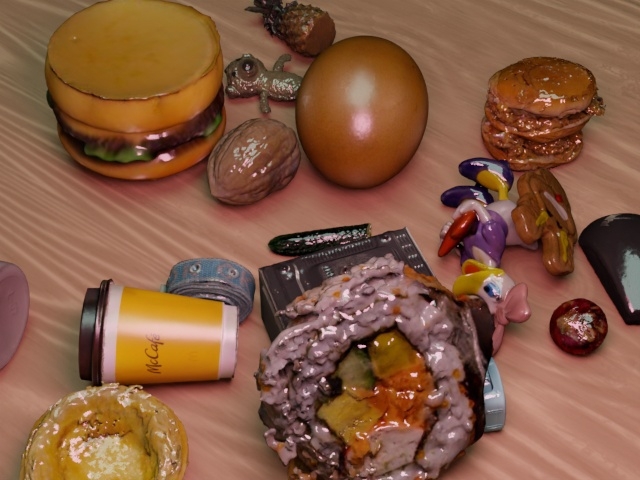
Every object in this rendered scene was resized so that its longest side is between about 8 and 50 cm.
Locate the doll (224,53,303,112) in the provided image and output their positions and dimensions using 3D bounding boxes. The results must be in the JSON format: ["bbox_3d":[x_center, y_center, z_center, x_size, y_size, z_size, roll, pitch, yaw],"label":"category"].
[{"bbox_3d":[-0.085,-0.357,2.138,0.286,0.091,0.202,39,70,17],"label":"doll"}]

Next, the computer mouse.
[{"bbox_3d":[0.624,0.036,1.780,0.170,0.100,0.269,-13,50,-8],"label":"computer mouse"}]

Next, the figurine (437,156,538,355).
[{"bbox_3d":[0.329,0.015,1.770,0.193,0.154,0.421,23,45,-6],"label":"figurine"}]

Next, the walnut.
[{"bbox_3d":[-0.144,-0.161,1.900,0.178,0.178,0.230,33,58,25],"label":"walnut"}]

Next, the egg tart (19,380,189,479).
[{"bbox_3d":[-0.345,0.370,1.473,0.288,0.118,0.288,1,48,-1],"label":"egg tart"}]

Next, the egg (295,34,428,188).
[{"bbox_3d":[0.087,-0.271,1.924,0.282,0.283,0.351,6,60,5],"label":"egg"}]

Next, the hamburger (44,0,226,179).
[{"bbox_3d":[-0.398,-0.306,1.953,0.395,0.277,0.396,2,48,-2],"label":"hamburger"}]

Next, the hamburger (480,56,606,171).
[{"bbox_3d":[0.488,-0.287,1.996,0.260,0.211,0.245,13,44,17],"label":"hamburger"}]

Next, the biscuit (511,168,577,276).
[{"bbox_3d":[0.454,-0.053,1.817,0.044,0.186,0.295,-30,22,31],"label":"biscuit"}]

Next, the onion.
[{"bbox_3d":[0.477,0.160,1.680,0.107,0.097,0.107,-16,55,24],"label":"onion"}]

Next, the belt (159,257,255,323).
[{"bbox_3d":[-0.205,0.093,1.702,0.163,0.148,0.082,22,43,-19],"label":"belt"}]

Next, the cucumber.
[{"bbox_3d":[0.000,0.000,1.840,0.214,0.052,0.058,-5,29,-4],"label":"cucumber"}]

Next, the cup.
[{"bbox_3d":[-0.287,0.173,1.609,0.279,0.196,0.196,5,49,-7],"label":"cup"}]

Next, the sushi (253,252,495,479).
[{"bbox_3d":[0.083,0.221,1.451,0.417,0.418,0.176,-17,15,-14],"label":"sushi"}]

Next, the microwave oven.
[{"bbox_3d":[0.057,0.125,1.646,0.295,0.181,0.237,-16,52,-13],"label":"microwave oven"}]

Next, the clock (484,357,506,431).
[{"bbox_3d":[0.287,0.250,1.588,0.045,0.108,0.147,-9,46,0],"label":"clock"}]

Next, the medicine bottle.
[{"bbox_3d":[-0.723,0.113,1.636,0.339,0.208,0.208,10,50,9],"label":"medicine bottle"}]

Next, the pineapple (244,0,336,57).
[{"bbox_3d":[-0.078,-0.552,2.284,0.128,0.128,0.248,-35,51,-27],"label":"pineapple"}]

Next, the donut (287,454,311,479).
[{"bbox_3d":[-0.021,0.376,1.521,0.083,0.038,0.067,-35,55,-25],"label":"donut"}]
